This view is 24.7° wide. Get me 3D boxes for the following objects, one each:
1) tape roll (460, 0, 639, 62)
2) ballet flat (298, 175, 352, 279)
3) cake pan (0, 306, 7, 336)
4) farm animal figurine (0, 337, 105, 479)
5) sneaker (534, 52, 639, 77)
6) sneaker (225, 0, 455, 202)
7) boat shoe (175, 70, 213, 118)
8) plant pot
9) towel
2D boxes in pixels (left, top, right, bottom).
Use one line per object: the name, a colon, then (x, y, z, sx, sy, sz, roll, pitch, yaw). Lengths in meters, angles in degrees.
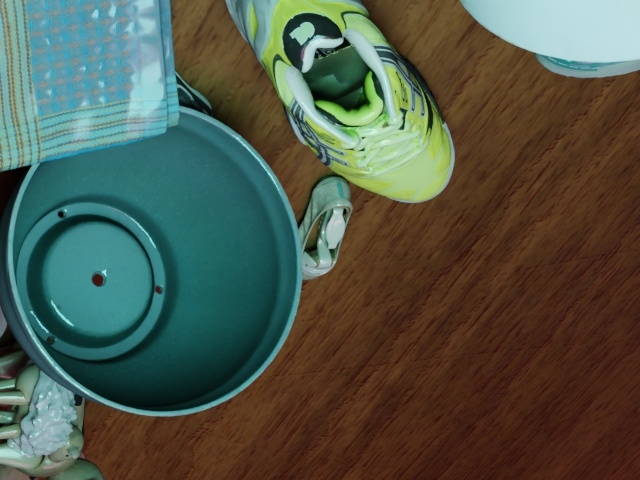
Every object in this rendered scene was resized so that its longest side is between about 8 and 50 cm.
tape roll: (0.242, -0.281, 1.218, 0.286, 0.286, 0.100, -17, 140, -3)
ballet flat: (0.000, 0.000, 1.627, 0.057, 0.052, 0.168, -5, 139, -17)
cake pan: (-0.455, 0.047, 1.438, 0.293, 0.054, 0.293, -2, 150, -1)
farm animal figurine: (-0.318, 0.237, 1.649, 0.172, 0.330, 0.326, 1, 108, -20)
sneaker: (0.345, -0.262, 1.432, 0.302, 0.108, 0.121, -22, 141, -9)
sneaker: (0.028, -0.129, 1.416, 0.145, 0.147, 0.385, -32, 140, 12)
boat shoe: (-0.149, -0.137, 1.418, 0.046, 0.038, 0.125, -34, 139, 17)
plant pot: (-0.193, 0.029, 1.427, 0.293, 0.293, 0.196, 7, 168, -29)
towel: (-0.286, -0.173, 1.177, 0.370, 0.040, 0.271, -17, 121, -28)
